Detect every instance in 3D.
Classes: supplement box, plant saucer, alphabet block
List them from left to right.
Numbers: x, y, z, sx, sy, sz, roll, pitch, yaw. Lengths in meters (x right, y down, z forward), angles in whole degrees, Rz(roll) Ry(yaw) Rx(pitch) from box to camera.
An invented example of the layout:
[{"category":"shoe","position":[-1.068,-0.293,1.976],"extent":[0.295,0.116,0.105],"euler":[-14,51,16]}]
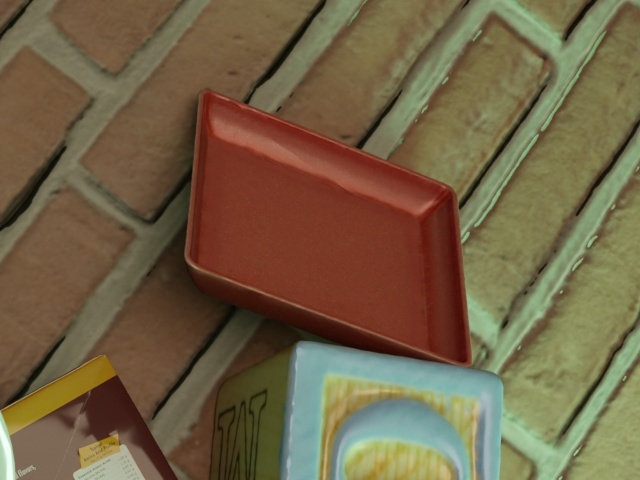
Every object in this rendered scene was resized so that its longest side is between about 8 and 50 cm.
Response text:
[{"category":"supplement box","position":[-0.218,0.226,1.581],"extent":[0.191,0.129,0.194],"euler":[-29,88,-24]},{"category":"plant saucer","position":[0.000,0.000,1.708],"extent":[0.258,0.048,0.259],"euler":[21,35,-15]},{"category":"alphabet block","position":[0.024,0.203,1.643],"extent":[0.192,0.197,0.193],"euler":[12,73,-19]}]

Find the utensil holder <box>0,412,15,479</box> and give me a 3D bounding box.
[{"category":"utensil holder","position":[-0.440,0.139,1.242],"extent":[0.385,0.328,0.327],"euler":[25,61,32]}]
